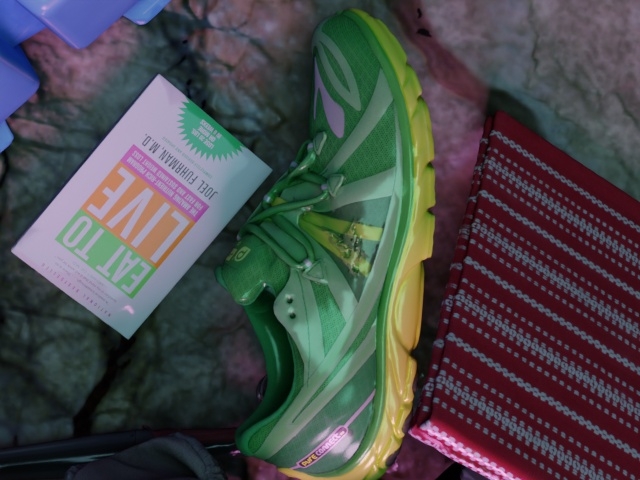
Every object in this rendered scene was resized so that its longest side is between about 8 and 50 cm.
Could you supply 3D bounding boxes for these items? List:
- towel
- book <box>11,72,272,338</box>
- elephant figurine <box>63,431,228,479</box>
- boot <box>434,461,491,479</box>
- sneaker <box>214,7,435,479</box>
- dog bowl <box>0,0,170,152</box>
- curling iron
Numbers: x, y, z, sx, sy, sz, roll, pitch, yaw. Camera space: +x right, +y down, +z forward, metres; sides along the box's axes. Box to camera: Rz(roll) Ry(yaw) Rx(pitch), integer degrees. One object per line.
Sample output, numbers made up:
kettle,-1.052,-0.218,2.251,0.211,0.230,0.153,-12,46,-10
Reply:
towel,0.158,0.054,0.682,0.199,0.275,0.031,31,134,-10
book,-0.114,-0.021,0.734,0.096,0.035,0.144,40,89,-14
elephant figurine,-0.091,0.195,0.662,0.239,0.186,0.169,-18,135,-10
boot,0.133,0.349,0.616,0.367,0.146,0.445,-33,75,-16
sneaker,0.000,0.000,0.693,0.123,0.109,0.295,4,85,-11
dog bowl,-0.179,-0.130,0.651,0.297,0.166,0.074,-41,88,0
curling iron,-0.105,0.124,0.749,0.274,0.035,0.068,-11,88,-5
